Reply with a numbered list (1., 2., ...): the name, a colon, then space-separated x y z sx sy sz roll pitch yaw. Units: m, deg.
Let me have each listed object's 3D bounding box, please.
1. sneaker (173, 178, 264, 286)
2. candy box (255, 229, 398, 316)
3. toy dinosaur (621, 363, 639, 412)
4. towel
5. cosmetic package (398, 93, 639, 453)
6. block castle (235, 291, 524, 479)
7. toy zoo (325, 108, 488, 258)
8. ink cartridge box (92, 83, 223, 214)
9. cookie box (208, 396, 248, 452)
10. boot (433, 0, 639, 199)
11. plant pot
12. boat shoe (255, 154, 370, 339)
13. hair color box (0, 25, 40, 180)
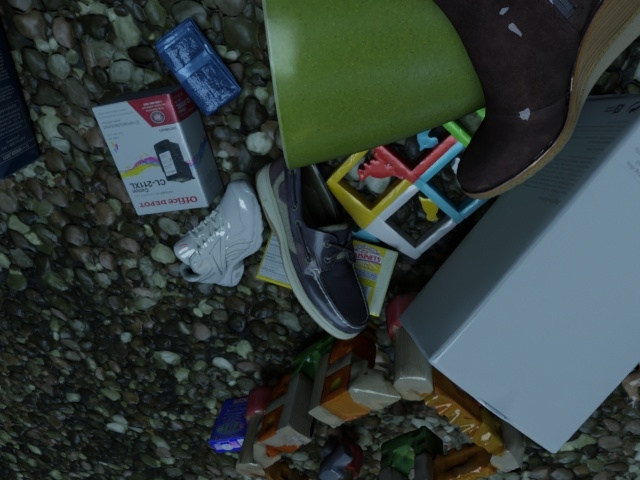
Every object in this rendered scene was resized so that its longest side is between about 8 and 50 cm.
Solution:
1. sneaker: -0.163 0.001 0.755 0.115 0.090 0.232 -6 141 -31
2. candy box: 0.009 0.040 0.773 0.205 0.027 0.105 17 79 12
3. toy dinosaur: 0.468 0.140 0.748 0.295 0.127 0.200 7 115 21
4. towel: -0.168 -0.237 0.678 0.067 0.029 0.119 -36 111 2
5. cosmetic package: 0.308 0.037 0.610 0.217 0.156 0.385 39 97 -13
6. block castle: 0.087 0.302 0.866 0.303 0.213 0.453 40 122 -18
7. toy zoo: 0.142 -0.095 0.715 0.192 0.030 0.293 39 120 -13
8. ink cartridge box: -0.238 -0.134 0.740 0.127 0.072 0.175 -6 119 14
9. cookie box: -0.168 0.379 1.017 0.091 0.107 0.040 -15 118 20
10. boot: 0.137 -0.167 0.397 0.206 0.090 0.248 23 120 -21
11. plant pot: 0.095 -0.227 0.517 0.293 0.275 0.275 -6 120 -1
12. boat shoe: 0.000 0.000 0.699 0.092 0.103 0.285 -34 75 39
13. hair color box: -0.554 -0.269 0.701 0.173 0.105 0.347 6 122 7
